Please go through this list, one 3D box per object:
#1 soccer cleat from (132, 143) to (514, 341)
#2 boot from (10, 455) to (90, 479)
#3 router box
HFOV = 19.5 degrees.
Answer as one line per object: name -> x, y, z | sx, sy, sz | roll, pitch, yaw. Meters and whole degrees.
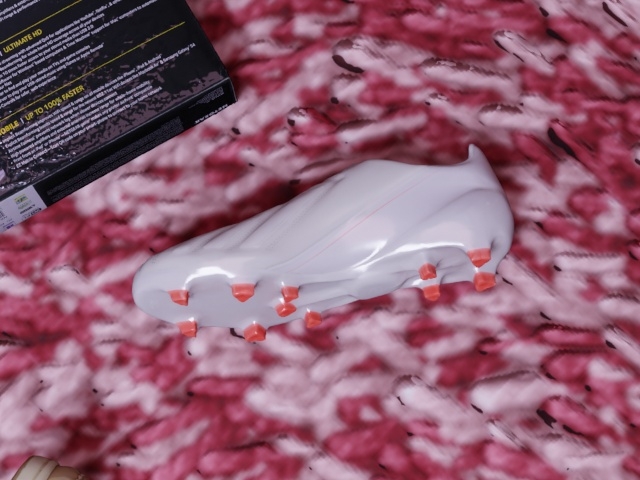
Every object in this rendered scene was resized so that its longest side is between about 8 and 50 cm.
soccer cleat -> 0.000, 0.000, 0.951 | 0.196, 0.068, 0.076 | -10, 61, -1
boot -> -0.077, 0.242, 0.872 | 0.204, 0.095, 0.261 | 7, 78, 5
router box -> -0.153, -0.090, 0.985 | 0.179, 0.046, 0.133 | -29, 76, -5
